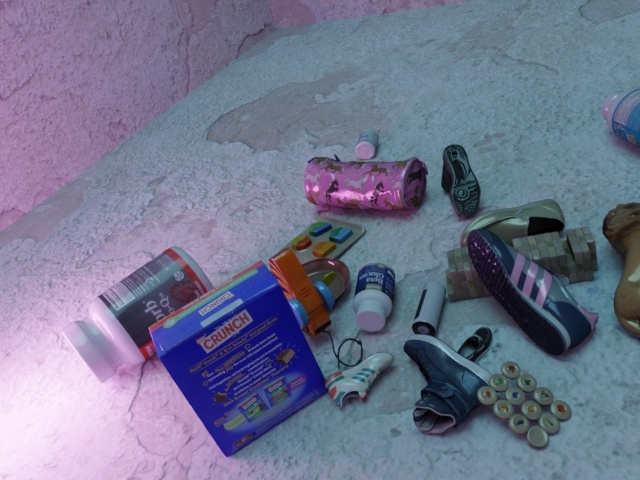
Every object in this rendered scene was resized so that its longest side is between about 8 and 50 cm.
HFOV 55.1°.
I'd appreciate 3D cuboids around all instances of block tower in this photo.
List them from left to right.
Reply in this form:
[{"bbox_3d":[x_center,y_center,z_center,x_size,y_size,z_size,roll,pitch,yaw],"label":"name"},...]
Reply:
[{"bbox_3d":[0.452,0.055,1.406,0.336,0.097,0.091,-12,33,16],"label":"block tower"}]

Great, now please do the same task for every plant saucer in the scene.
[{"bbox_3d":[-0.012,0.124,1.615,0.199,0.036,0.198,-15,37,11],"label":"plant saucer"}]

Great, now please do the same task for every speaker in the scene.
[{"bbox_3d":[0.251,0.157,1.408,0.055,0.055,0.136,-2,38,27],"label":"speaker"}]

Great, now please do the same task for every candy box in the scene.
[{"bbox_3d":[-0.160,0.246,1.269,0.268,0.317,0.122,-30,34,-14],"label":"candy box"}]

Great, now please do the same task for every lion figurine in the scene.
[{"bbox_3d":[0.668,0.063,1.235,0.240,0.142,0.392,-1,42,40],"label":"lion figurine"}]

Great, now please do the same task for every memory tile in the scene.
[{"bbox_3d":[0.372,0.298,1.124,0.113,0.012,0.148,-37,59,-23],"label":"memory tile"}]

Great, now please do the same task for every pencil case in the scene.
[{"bbox_3d":[0.134,-0.177,1.866,0.386,0.167,0.160,8,8,37],"label":"pencil case"}]

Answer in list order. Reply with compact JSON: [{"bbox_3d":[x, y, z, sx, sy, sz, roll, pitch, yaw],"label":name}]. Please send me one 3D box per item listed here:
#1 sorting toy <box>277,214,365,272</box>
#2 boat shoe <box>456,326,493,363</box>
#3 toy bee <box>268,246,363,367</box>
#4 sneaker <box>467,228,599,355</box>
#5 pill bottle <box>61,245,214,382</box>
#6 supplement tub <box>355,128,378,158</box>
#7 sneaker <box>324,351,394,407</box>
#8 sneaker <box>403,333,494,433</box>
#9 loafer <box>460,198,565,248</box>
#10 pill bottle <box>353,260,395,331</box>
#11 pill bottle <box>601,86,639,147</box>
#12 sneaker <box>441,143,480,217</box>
[{"bbox_3d":[0.000,0.000,1.790,0.193,0.038,0.208,16,48,43],"label":"sorting toy"},{"bbox_3d":[0.322,0.221,1.289,0.046,0.038,0.125,17,49,44],"label":"boat shoe"},{"bbox_3d":[-0.039,0.168,1.451,0.195,0.298,0.162,-10,-10,-18],"label":"toy bee"},{"bbox_3d":[0.441,0.088,1.294,0.131,0.112,0.319,-23,61,-19],"label":"sneaker"},{"bbox_3d":[-0.472,0.195,1.620,0.363,0.210,0.210,-38,36,-22],"label":"pill bottle"},{"bbox_3d":[0.165,-0.340,2.158,0.071,0.071,0.107,-8,35,19],"label":"supplement tub"},{"bbox_3d":[0.093,0.300,1.304,0.161,0.057,0.075,-23,52,-9],"label":"sneaker"},{"bbox_3d":[0.213,0.283,1.218,0.163,0.086,0.226,-35,36,-25],"label":"sneaker"},{"bbox_3d":[0.475,-0.027,1.503,0.269,0.101,0.092,-21,27,0],"label":"loafer"},{"bbox_3d":[0.128,0.134,1.473,0.094,0.094,0.169,-9,35,18],"label":"pill bottle"},{"bbox_3d":[0.886,-0.327,1.661,0.146,0.146,0.264,-23,33,-3],"label":"pill bottle"},{"bbox_3d":[0.400,-0.149,1.751,0.087,0.130,0.227,-13,61,5],"label":"sneaker"}]
